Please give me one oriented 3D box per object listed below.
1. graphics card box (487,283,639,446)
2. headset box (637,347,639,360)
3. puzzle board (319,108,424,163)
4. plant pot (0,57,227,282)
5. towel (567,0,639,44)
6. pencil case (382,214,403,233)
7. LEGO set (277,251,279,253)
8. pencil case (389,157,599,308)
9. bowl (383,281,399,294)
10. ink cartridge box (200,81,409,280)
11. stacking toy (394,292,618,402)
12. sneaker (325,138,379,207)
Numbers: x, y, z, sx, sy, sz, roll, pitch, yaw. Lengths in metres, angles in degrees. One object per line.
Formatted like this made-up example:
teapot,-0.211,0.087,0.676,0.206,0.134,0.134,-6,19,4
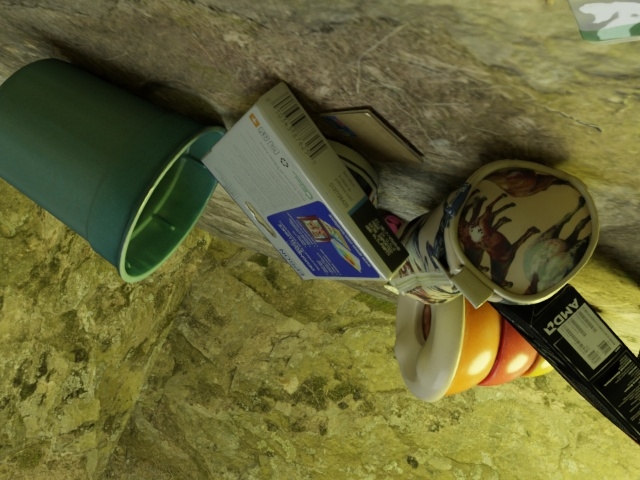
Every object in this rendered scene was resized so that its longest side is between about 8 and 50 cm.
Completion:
graphics card box,0.438,0.185,0.851,0.371,0.094,0.233,42,-175,-15
headset box,0.631,0.163,0.684,0.283,0.131,0.246,18,171,28
puzzle board,0.072,-0.143,0.677,0.128,0.011,0.096,31,170,-39
plant pot,-0.407,-0.151,0.935,0.334,0.341,0.341,32,171,1
towel,0.173,-0.161,0.257,0.152,0.023,0.113,31,168,-40
pencil case,0.085,-0.029,1.099,0.209,0.095,0.098,12,143,44
LEGO set,0.000,0.000,1.285,0.183,0.060,0.244,-14,174,31
pencil case,0.204,0.014,0.717,0.159,0.184,0.410,59,174,5
bowl,0.301,0.145,1.611,0.170,0.080,0.170,22,171,4
ink cartridge box,-0.041,-0.064,0.794,0.303,0.072,0.307,51,160,-14
stacking toy,0.430,0.194,1.108,0.480,0.350,0.350,6,173,-7
sneaker,0.035,-0.064,0.885,0.126,0.127,0.321,22,170,20
